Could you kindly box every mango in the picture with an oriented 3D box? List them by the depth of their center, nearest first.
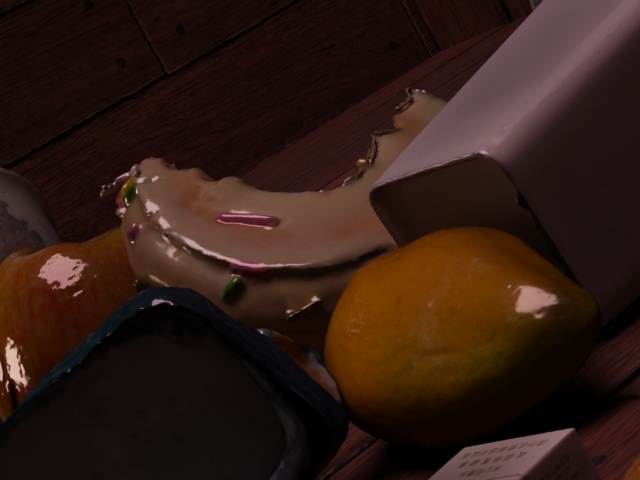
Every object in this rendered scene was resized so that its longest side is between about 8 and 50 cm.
[{"bbox_3d":[0.098,0.071,1.386,0.176,0.119,0.317,-57,23,-17],"label":"mango"}]

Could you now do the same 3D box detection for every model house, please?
[{"bbox_3d":[-0.104,0.141,1.388,0.253,0.184,0.291,-48,-1,14],"label":"model house"}]

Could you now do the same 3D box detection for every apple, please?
[{"bbox_3d":[-0.215,0.098,1.902,0.264,0.264,0.264,-28,8,4],"label":"apple"}]

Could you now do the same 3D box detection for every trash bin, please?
[{"bbox_3d":[0.248,-0.089,1.552,0.367,0.256,0.296,-41,15,-32],"label":"trash bin"}]

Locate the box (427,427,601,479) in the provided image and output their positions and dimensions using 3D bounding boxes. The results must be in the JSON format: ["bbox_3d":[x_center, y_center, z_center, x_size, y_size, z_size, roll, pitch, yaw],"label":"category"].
[{"bbox_3d":[0.084,0.173,1.130,0.152,0.048,0.100,-33,7,-39],"label":"box"}]

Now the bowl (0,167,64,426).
[{"bbox_3d":[-0.385,0.151,2.086,0.196,0.435,0.435,31,47,28],"label":"bowl"}]

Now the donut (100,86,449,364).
[{"bbox_3d":[0.010,0.002,1.746,0.371,0.150,0.307,-15,35,-13],"label":"donut"}]

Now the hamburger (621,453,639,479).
[{"bbox_3d":[0.219,0.095,0.775,0.282,0.155,0.245,-33,5,-4],"label":"hamburger"}]
